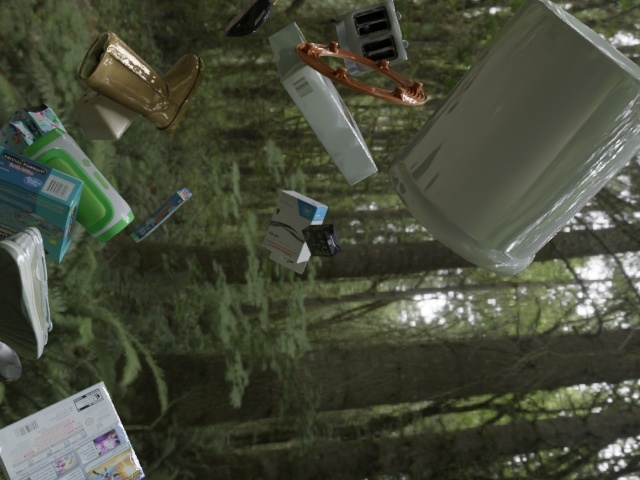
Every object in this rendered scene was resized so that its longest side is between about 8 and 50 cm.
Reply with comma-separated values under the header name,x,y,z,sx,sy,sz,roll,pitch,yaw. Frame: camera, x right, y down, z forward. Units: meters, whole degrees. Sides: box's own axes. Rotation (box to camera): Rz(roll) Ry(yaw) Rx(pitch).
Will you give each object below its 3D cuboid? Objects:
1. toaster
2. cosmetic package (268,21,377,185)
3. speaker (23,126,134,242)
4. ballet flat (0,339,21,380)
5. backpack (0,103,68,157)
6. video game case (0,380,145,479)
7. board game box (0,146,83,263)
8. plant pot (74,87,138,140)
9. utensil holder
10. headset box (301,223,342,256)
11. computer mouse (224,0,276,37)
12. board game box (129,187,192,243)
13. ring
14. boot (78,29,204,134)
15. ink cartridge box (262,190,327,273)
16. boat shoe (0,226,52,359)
name,x,y,z,sx,sy,sz,roll,pitch,yaw
toaster,0.132,-0.547,1.713,0.110,0.186,0.168,-139,-148,-76
cosmetic package,0.007,-0.372,1.727,0.377,0.097,0.284,52,12,-38
speaker,-0.620,-0.141,1.632,0.296,0.131,0.131,53,-2,-17
ballet flat,-0.661,0.220,1.263,0.173,0.049,0.057,63,39,-36
backpack,-0.810,-0.235,1.812,0.225,0.253,0.191,-33,-169,31
video game case,-0.554,0.478,1.384,0.061,0.269,0.244,-29,-95,40
board game box,-0.725,-0.086,1.521,0.336,0.254,0.079,-44,-154,55
plant pot,-0.528,-0.315,1.535,0.109,0.109,0.096,-64,146,-32
utensil holder,0.363,-0.186,1.122,0.385,0.328,0.327,-54,-148,30
headset box,0.000,0.000,1.306,0.083,0.032,0.062,0,-65,55
computer mouse,-0.138,-0.601,1.627,0.262,0.060,0.184,-44,-152,10
board game box,-0.495,-0.080,1.966,0.035,0.201,0.136,48,8,-8
ring,0.101,-0.405,1.494,0.336,0.337,0.032,-110,-143,-56
boot,-0.412,-0.409,1.504,0.269,0.089,0.236,36,68,-53
ink cartridge box,-0.067,-0.016,1.493,0.060,0.104,0.180,-9,122,-65
boat shoe,-0.619,0.121,1.329,0.103,0.118,0.320,-54,157,-52
